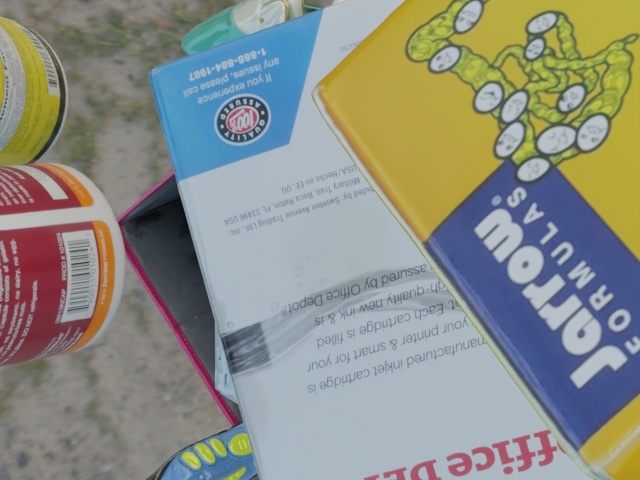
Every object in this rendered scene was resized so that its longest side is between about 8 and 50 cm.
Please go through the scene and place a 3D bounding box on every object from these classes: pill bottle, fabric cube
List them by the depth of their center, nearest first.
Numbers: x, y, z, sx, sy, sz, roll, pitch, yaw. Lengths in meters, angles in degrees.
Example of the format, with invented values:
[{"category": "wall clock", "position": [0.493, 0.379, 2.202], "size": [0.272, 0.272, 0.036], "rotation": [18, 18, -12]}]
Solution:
[{"category": "pill bottle", "position": [-0.162, 0.014, 0.672], "size": [0.086, 0.152, 0.086], "rotation": [6, 99, 41]}, {"category": "pill bottle", "position": [-0.254, -0.101, 1.082], "size": [0.119, 0.208, 0.119], "rotation": [0, 91, 10]}, {"category": "fabric cube", "position": [0.000, 0.000, 1.666], "size": [0.254, 0.258, 0.259], "rotation": [-36, 83, 40]}]

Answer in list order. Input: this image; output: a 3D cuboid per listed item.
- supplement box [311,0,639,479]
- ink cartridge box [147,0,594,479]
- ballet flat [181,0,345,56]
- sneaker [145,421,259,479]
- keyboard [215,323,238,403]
[{"category": "supplement box", "position": [0.212, -0.073, 0.540], "size": [0.356, 0.194, 0.195], "rotation": [-43, 47, 9]}, {"category": "ink cartridge box", "position": [0.054, 0.014, 0.988], "size": [0.223, 0.129, 0.308], "rotation": [-17, 86, 15]}, {"category": "ballet flat", "position": [-0.002, -0.183, 1.427], "size": [0.247, 0.083, 0.087], "rotation": [11, 132, 11]}, {"category": "sneaker", "position": [-0.072, 0.182, 1.346], "size": [0.078, 0.188, 0.067], "rotation": [-22, 82, 39]}, {"category": "keyboard", "position": [-0.062, 0.027, 1.372], "size": [0.072, 0.014, 0.256], "rotation": [21, 120, 40]}]
